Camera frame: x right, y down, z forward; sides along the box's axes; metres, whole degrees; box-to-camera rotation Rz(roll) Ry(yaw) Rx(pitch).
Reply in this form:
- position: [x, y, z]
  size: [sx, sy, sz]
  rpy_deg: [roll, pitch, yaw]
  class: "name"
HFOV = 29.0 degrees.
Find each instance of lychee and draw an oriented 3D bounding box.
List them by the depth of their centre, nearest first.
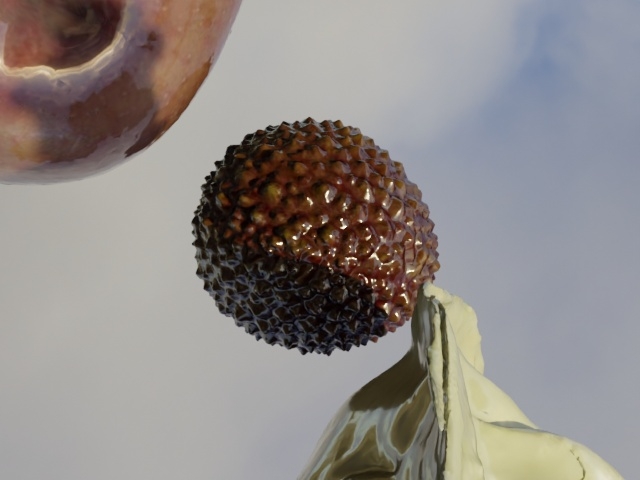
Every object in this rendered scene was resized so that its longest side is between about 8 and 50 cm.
- position: [0.000, 0.000, 0.912]
  size: [0.188, 0.188, 0.188]
  rpy_deg: [-29, -146, 22]
  class: "lychee"

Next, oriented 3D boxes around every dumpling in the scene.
- position: [0.062, 0.186, 0.676]
  size: [0.233, 0.316, 0.395]
  rpy_deg: [-5, -146, 11]
  class: "dumpling"

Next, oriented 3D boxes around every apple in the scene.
- position: [-0.169, -0.171, 0.680]
  size: [0.306, 0.306, 0.235]
  rpy_deg: [-45, -139, -2]
  class: "apple"
